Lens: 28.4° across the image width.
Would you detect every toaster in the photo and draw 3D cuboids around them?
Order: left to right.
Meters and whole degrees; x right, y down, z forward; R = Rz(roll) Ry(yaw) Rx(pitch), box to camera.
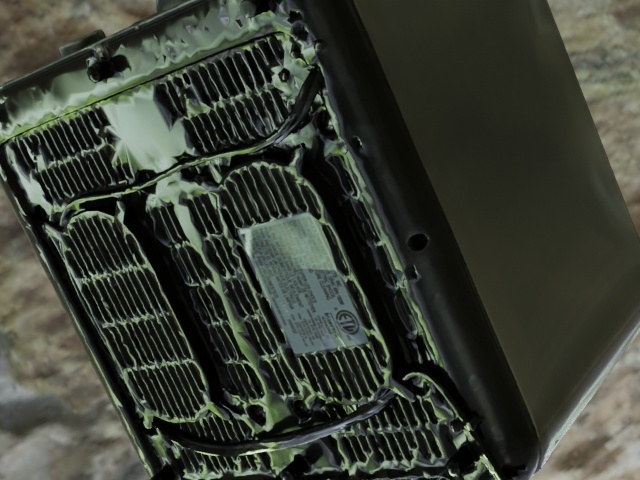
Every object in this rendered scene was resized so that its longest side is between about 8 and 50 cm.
[{"bbox_3d":[0.000,0.000,0.402,0.168,0.186,0.110,-13,16,44],"label":"toaster"}]
